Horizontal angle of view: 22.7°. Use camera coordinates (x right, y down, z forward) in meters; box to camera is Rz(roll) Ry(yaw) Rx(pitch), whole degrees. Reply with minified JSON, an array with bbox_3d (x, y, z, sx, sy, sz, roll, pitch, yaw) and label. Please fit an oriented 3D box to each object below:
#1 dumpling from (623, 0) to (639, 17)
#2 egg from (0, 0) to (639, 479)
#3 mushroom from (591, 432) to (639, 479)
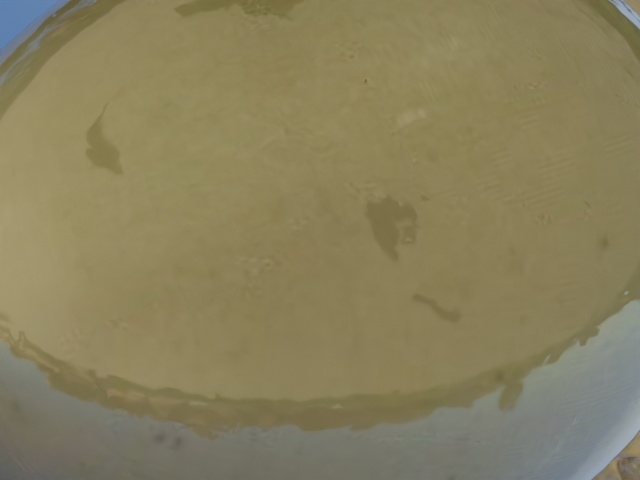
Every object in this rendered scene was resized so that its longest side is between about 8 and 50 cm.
[{"bbox_3d":[0.219,-0.204,1.170,0.127,0.108,0.188,32,-148,9],"label":"dumpling"},{"bbox_3d":[0.000,0.000,0.452,0.253,0.188,0.188,-9,-127,-40],"label":"egg"},{"bbox_3d":[0.195,0.110,1.064,0.234,0.260,0.254,35,-170,21],"label":"mushroom"}]
